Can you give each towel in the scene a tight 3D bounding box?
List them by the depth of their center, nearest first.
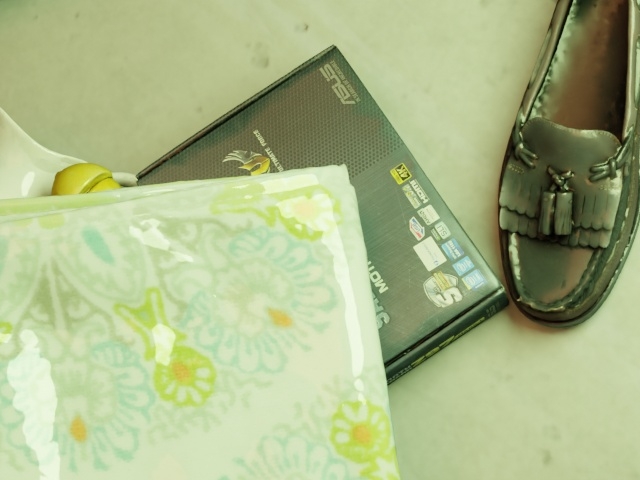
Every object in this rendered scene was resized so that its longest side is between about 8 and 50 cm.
[{"bbox_3d":[-0.107,0.143,1.242,0.320,0.090,0.375,-7,81,-6],"label":"towel"}]

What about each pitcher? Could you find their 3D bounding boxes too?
[{"bbox_3d":[-0.233,0.019,1.445,0.177,0.125,0.207,23,82,0],"label":"pitcher"}]

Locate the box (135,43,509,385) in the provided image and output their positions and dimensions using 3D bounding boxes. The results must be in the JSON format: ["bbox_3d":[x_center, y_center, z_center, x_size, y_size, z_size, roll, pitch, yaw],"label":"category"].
[{"bbox_3d":[0.000,0.000,1.365,0.183,0.059,0.233,-33,73,1],"label":"box"}]

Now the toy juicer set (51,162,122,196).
[{"bbox_3d":[-0.220,0.026,1.343,0.089,0.329,0.209,0,65,61],"label":"toy juicer set"}]

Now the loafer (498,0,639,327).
[{"bbox_3d":[0.181,-0.092,1.323,0.109,0.095,0.303,10,81,22],"label":"loafer"}]
